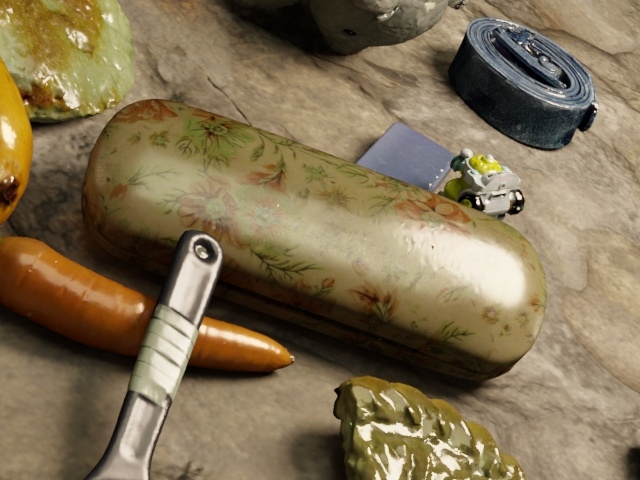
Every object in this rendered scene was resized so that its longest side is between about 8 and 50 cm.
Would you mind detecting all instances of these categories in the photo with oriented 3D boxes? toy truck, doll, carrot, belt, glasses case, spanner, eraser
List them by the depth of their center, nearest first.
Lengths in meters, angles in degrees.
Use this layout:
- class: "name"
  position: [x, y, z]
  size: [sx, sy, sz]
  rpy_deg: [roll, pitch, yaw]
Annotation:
- class: "spanner"
  position: [-0.119, 0.114, 0.877]
  size: [0.087, 0.024, 0.316]
  rpy_deg: [28, 47, -13]
- class: "carrot"
  position: [-0.146, 0.063, 0.945]
  size: [0.271, 0.066, 0.062]
  rpy_deg: [23, 80, -10]
- class: "glasses case"
  position: [0.000, 0.000, 1.063]
  size: [0.425, 0.098, 0.156]
  rpy_deg: [20, 53, -10]
- class: "toy truck"
  position: [0.149, -0.039, 1.204]
  size: [0.076, 0.111, 0.077]
  rpy_deg: [-7, 42, -39]
- class: "eraser"
  position: [0.074, -0.060, 1.241]
  size: [0.082, 0.036, 0.225]
  rpy_deg: [32, 36, 6]
- class: "doll"
  position: [0.017, -0.308, 1.445]
  size: [0.246, 0.158, 0.340]
  rpy_deg: [-20, 28, -39]
- class: "belt"
  position: [0.250, -0.196, 1.477]
  size: [0.141, 0.082, 0.190]
  rpy_deg: [-22, 56, -39]

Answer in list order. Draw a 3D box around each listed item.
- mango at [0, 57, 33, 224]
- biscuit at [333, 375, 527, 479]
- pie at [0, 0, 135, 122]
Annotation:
- class: "mango"
  position: [-0.338, -0.111, 0.944]
  size: [0.295, 0.177, 0.120]
  rpy_deg: [43, 0, 24]
- class: "biscuit"
  position: [0.107, 0.221, 0.899]
  size: [0.187, 0.036, 0.273]
  rpy_deg: [12, 44, -28]
- class: "pie"
  position: [-0.294, -0.212, 1.156]
  size: [0.257, 0.105, 0.274]
  rpy_deg: [38, 36, -3]
